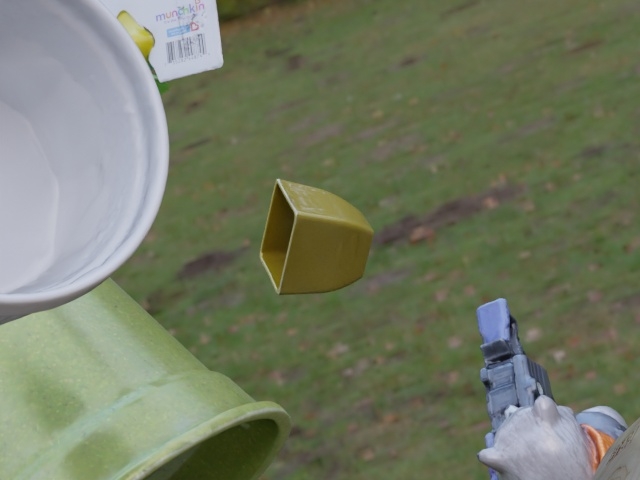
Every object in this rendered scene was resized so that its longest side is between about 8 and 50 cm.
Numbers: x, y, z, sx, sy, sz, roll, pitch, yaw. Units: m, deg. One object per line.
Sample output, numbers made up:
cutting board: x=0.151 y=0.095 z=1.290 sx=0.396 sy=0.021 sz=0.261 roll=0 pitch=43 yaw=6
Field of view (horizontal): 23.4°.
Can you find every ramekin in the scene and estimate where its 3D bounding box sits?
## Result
ramekin: x=-0.197 y=-0.048 z=0.831 sx=0.207 sy=0.207 sz=0.109 roll=-29 pitch=-2 yaw=-38

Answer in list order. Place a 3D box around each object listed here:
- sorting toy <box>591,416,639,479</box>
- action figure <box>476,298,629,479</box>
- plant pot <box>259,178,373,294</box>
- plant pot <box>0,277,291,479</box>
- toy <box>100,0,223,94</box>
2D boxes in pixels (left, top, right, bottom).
sorting toy: x=0.225 y=0.123 z=0.785 sx=0.255 sy=0.089 sz=0.257 roll=-52 pitch=-5 yaw=34
action figure: x=0.241 y=0.181 z=1.226 sx=0.178 sy=0.341 sz=0.330 roll=-31 pitch=-39 yaw=30
plant pot: x=0.000 y=0.000 z=1.389 sx=0.083 sy=0.081 sz=0.081 roll=6 pitch=23 yaw=-17
plant pot: x=-0.207 y=0.120 z=1.119 sx=0.276 sy=0.254 sz=0.276 roll=-37 pitch=-18 yaw=-14
toy: x=-0.131 y=-0.207 z=1.064 sx=0.137 sy=0.237 sz=0.056 roll=-12 pitch=-19 yaw=20
